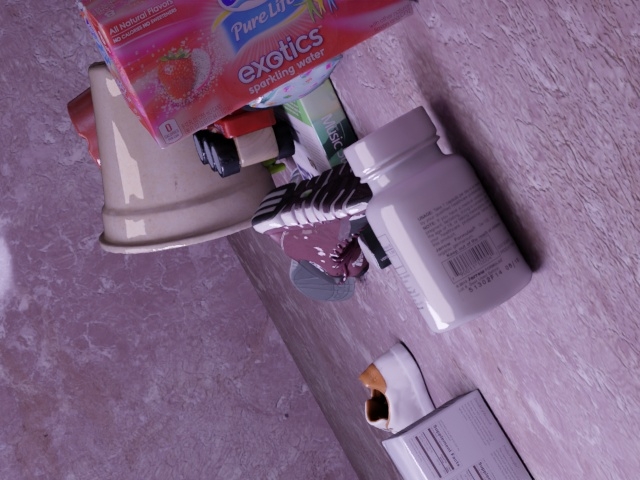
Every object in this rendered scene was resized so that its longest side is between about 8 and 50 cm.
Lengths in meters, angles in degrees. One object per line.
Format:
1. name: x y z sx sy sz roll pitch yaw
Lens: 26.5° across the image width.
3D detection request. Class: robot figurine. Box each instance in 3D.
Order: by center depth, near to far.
1. robot figurine: -0.107 -0.164 2.471 0.101 0.067 0.115 64 171 5

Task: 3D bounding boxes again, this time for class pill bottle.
1. pill bottle: 0.125 -0.025 1.502 0.229 0.131 0.131 60 170 -1

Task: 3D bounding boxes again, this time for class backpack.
1. backpack: -0.045 -0.241 1.757 0.115 0.152 0.182 54 158 2

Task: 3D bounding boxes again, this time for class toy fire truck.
1. toy fire truck: -0.161 -0.231 2.043 0.217 0.158 0.246 -144 37 -71

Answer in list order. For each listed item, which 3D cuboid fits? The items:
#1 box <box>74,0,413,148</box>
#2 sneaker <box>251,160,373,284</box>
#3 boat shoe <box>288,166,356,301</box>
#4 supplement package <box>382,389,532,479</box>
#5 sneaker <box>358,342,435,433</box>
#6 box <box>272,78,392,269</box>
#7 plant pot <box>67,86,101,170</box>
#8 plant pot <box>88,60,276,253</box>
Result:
1. box: -0.080 -0.244 1.383 0.142 0.300 0.154 47 164 58
2. sneaker: 0.044 -0.018 1.906 0.281 0.106 0.162 -9 129 49
3. boat shoe: -0.003 -0.001 2.356 0.320 0.118 0.103 67 -152 -52
4. supplement package: 0.236 0.387 2.133 0.262 0.145 0.204 59 170 6
5. sneaker: 0.146 0.321 2.477 0.106 0.123 0.290 41 161 56
6. box: 0.007 -0.130 2.027 0.322 0.058 0.232 63 170 -25
7. plant pot: -0.317 -0.241 2.578 0.272 0.265 0.272 59 -177 -4
8. plant pot: -0.250 -0.176 2.310 0.334 0.333 0.306 -147 43 -70
